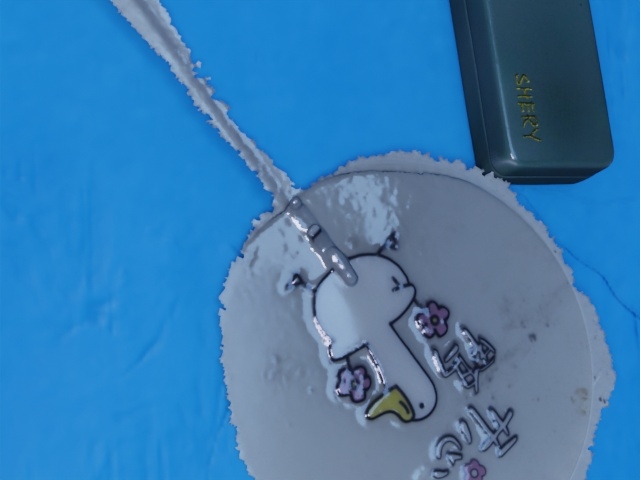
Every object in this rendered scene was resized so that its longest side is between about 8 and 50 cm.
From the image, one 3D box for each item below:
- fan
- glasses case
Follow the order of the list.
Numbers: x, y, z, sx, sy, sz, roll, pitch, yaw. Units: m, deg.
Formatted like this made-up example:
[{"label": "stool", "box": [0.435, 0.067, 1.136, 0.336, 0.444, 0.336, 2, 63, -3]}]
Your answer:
[{"label": "fan", "box": [0.000, 0.000, 0.916, 0.233, 0.012, 0.415, -43, 97, -26]}, {"label": "glasses case", "box": [0.121, -0.126, 1.008, 0.077, 0.039, 0.184, -1, 76, -27]}]
